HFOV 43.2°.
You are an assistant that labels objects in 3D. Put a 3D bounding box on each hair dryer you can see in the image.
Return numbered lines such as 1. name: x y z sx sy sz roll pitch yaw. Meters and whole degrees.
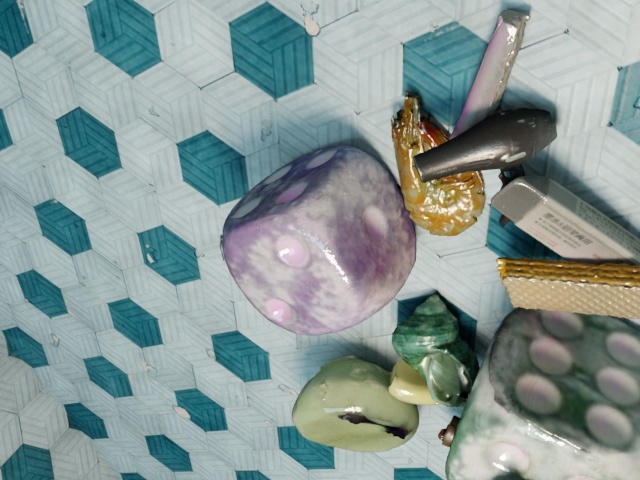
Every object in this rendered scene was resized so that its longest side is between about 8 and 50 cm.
1. hair dryer: 0.288 -0.091 1.367 0.235 0.091 0.272 -20 135 4

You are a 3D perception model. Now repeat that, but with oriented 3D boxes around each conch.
1. conch: 0.239 0.216 1.647 0.196 0.134 0.202 -3 116 46

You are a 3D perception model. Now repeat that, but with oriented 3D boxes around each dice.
1. dice: 0.436 0.335 1.476 0.330 0.328 0.348 20 134 18
2. dice: 0.000 0.000 1.527 0.271 0.270 0.270 -15 116 41

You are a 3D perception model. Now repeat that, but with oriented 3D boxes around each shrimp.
1. shrimp: 0.202 -0.134 1.443 0.154 0.062 0.294 -10 122 25

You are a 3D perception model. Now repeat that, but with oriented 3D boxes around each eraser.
1. eraser: 0.443 -0.003 1.344 0.352 0.061 0.089 33 139 -10

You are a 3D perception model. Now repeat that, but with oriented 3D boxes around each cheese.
1. cheese: 0.273 0.310 1.726 0.255 0.127 0.050 13 127 0

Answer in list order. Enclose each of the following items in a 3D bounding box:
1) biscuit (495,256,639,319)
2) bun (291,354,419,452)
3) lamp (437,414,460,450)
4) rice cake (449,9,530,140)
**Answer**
1. biscuit: 0.475 0.080 1.327 0.378 0.054 0.094 4 140 28
2. bun: 0.081 0.360 1.845 0.293 0.187 0.293 6 147 4
3. lamp: 0.381 0.448 1.724 0.258 0.180 0.180 24 135 15
4. rice cake: 0.269 -0.250 1.303 0.055 0.049 0.270 39 140 20
